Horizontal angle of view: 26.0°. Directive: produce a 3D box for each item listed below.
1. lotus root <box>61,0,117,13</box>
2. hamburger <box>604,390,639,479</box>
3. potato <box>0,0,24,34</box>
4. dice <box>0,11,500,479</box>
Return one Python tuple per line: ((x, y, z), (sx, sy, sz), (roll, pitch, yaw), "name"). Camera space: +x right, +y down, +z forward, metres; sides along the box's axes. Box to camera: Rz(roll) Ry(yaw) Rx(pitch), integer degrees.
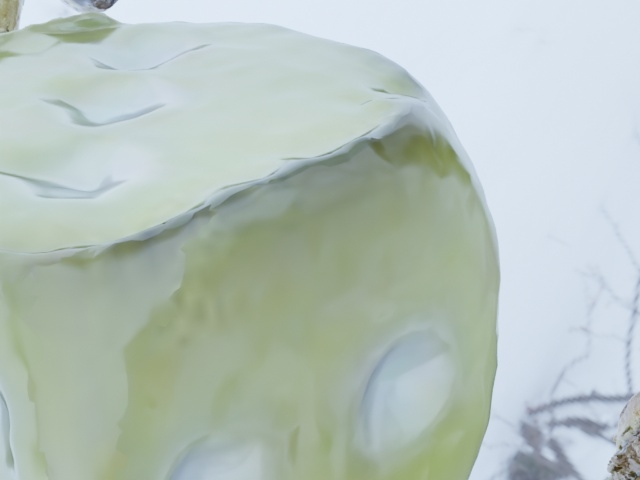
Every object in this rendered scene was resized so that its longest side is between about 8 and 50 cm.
((-0.244, -0.309, 1.418), (0.097, 0.258, 0.110), (2, 123, -11), "lotus root")
((0.302, 0.172, 1.017), (0.182, 0.118, 0.191), (-34, 128, 28), "hamburger")
((-0.398, -0.291, 1.675), (0.107, 0.080, 0.170), (164, -64, -87), "potato")
((-0.079, 0.040, 0.598), (0.233, 0.238, 0.227), (-21, 123, -37), "dice")
